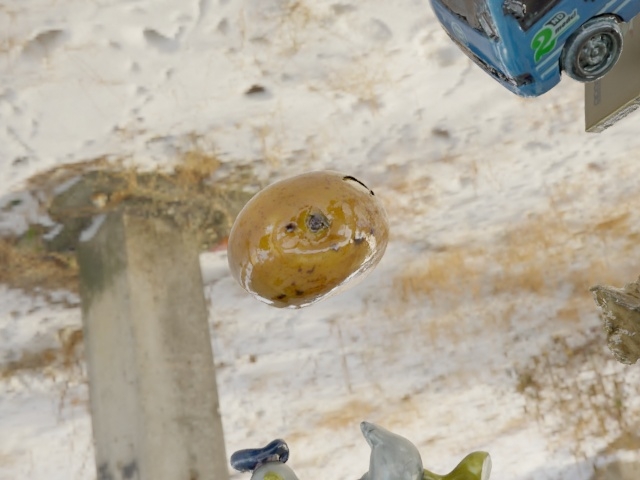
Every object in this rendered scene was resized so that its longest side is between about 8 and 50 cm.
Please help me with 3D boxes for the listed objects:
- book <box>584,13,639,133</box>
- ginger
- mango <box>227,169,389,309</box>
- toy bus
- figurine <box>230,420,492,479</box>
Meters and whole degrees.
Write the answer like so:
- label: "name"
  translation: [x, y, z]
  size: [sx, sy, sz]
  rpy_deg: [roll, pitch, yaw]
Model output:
- label: "book"
  translation: [0.318, -0.245, 0.854]
  size: [0.021, 0.217, 0.310]
  rpy_deg: [7, 166, -12]
- label: "ginger"
  translation: [0.394, 0.115, 1.075]
  size: [0.133, 0.214, 0.059]
  rpy_deg: [-31, -176, -12]
- label: "mango"
  translation: [0.000, 0.000, 1.252]
  size: [0.191, 0.160, 0.290]
  rpy_deg: [-44, 161, 12]
- label: "toy bus"
  translation: [0.170, -0.212, 0.569]
  size: [0.246, 0.113, 0.134]
  rpy_deg: [-42, 134, 7]
- label: "figurine"
  translation: [0.028, 0.369, 1.298]
  size: [0.338, 0.283, 0.204]
  rpy_deg: [18, -170, 19]
